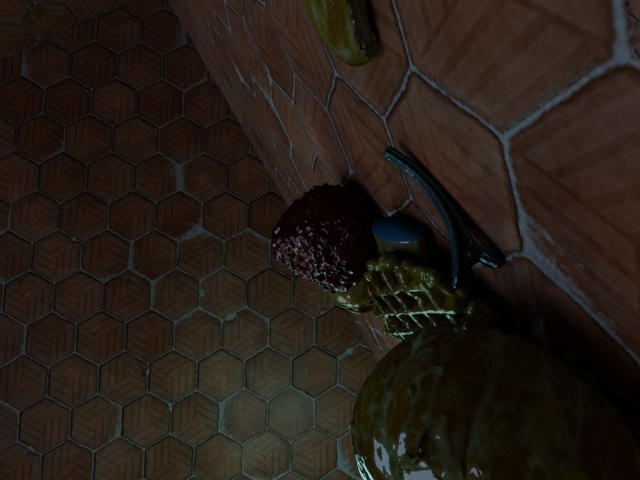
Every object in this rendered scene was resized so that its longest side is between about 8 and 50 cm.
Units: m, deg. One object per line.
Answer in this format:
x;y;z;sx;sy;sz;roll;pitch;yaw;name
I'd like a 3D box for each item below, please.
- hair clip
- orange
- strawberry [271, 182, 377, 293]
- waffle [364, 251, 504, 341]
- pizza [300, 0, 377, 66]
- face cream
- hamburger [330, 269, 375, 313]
0.155;-0.047;0.588;0.039;0.070;0.230;67;178;-63;hair clip
0.200;0.250;0.522;0.329;0.249;0.329;26;151;16;orange
0.000;0.000;0.994;0.274;0.220;0.274;170;90;-74;strawberry
0.190;0.144;0.727;0.300;0.058;0.282;13;139;57;waffle
-0.001;-0.345;0.518;0.181;0.034;0.262;53;170;41;pizza
0.174;0.072;0.820;0.139;0.067;0.285;42;161;52;face cream
0.099;0.112;1.132;0.162;0.162;0.115;54;-177;39;hamburger
